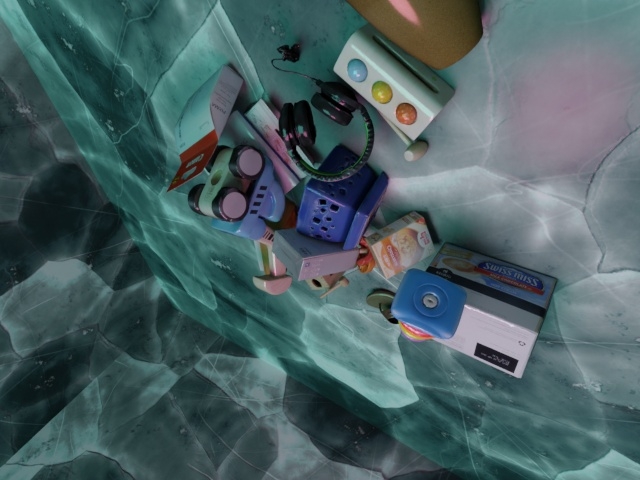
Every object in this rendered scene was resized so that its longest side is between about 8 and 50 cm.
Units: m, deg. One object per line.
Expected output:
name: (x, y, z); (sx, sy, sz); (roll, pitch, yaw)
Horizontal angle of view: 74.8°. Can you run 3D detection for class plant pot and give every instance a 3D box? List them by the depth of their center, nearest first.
plant pot: (0.208, -0.482, 0.836); (0.254, 0.237, 0.237); (40, 150, -26)
plant pot: (0.075, -0.124, 1.344); (0.212, 0.236, 0.236); (27, 144, 9)

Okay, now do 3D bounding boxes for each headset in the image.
headset: (-0.007, -0.359, 1.176); (0.244, 0.185, 0.394); (-27, 102, 15)

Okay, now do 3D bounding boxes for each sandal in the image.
sandal: (0.317, 0.296, 1.691); (0.303, 0.086, 0.120); (25, 143, 23)

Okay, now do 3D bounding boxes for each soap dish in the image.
soap dish: (-0.176, -0.013, 1.730); (0.118, 0.228, 0.290); (13, 139, 11)

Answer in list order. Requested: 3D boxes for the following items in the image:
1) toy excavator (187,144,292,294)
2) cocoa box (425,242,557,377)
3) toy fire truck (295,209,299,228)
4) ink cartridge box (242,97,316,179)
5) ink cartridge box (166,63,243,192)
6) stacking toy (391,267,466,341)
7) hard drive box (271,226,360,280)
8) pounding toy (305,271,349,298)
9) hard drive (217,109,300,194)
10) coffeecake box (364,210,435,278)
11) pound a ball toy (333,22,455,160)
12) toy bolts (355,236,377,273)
toy excavator: (-0.218, -0.062, 1.442); (0.445, 0.432, 0.222); (26, 170, -42)
cocoa box: (0.489, 0.202, 1.283); (0.347, 0.228, 0.231); (21, 139, 28)
toy fire truck: (-0.077, -0.038, 1.702); (0.047, 0.135, 0.191); (10, 102, 2)
ink cartridge box: (-0.157, -0.335, 1.475); (0.296, 0.066, 0.261); (51, 145, -15)
ink cartridge box: (-0.429, -0.372, 1.430); (0.091, 0.384, 0.308); (32, 154, -32)
stacking toy: (0.283, 0.226, 1.208); (0.175, 0.165, 0.301); (23, 154, 12)
hard drive box: (-0.016, 0.032, 1.402); (0.181, 0.232, 0.089); (44, 131, 41)
pounding toy: (0.025, 0.146, 1.730); (0.206, 0.181, 0.094); (-8, 122, 49)
hard drive: (-0.246, -0.275, 1.498); (0.318, 0.040, 0.210); (48, 132, -10)
coffeecake box: (0.258, 0.015, 1.345); (0.142, 0.186, 0.068); (62, 178, -28)
pound a ball toy: (0.175, -0.351, 1.063); (0.319, 0.135, 0.208); (42, 146, 0)
toy bolts: (0.180, 0.012, 1.498); (0.228, 0.159, 0.218); (174, 94, -70)
